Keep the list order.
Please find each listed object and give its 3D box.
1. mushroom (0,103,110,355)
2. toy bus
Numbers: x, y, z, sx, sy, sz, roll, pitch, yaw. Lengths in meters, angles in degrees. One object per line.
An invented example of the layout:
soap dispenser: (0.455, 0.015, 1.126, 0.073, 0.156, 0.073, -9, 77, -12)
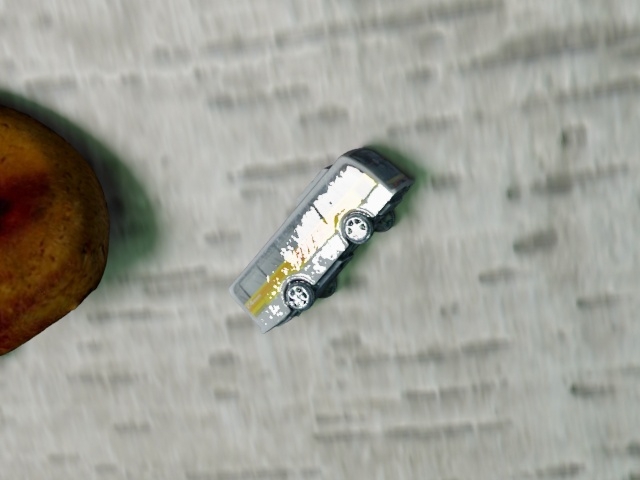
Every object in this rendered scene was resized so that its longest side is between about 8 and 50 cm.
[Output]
mushroom: (-0.343, -0.008, 1.390, 0.254, 0.267, 0.267, -19, 106, 55)
toy bus: (0.000, 0.000, 1.363, 0.075, 0.064, 0.190, 44, 114, 10)
